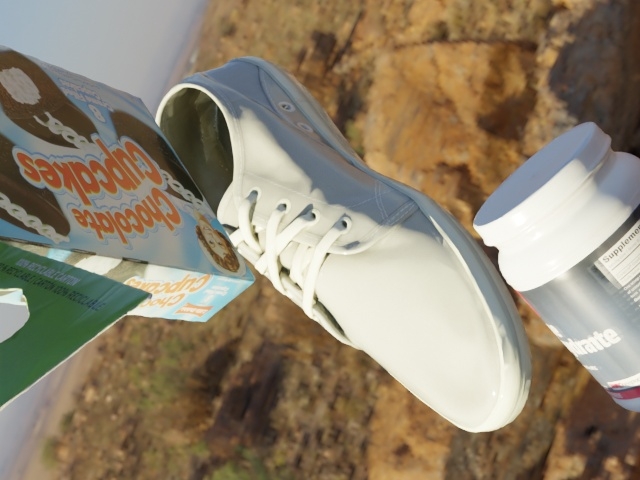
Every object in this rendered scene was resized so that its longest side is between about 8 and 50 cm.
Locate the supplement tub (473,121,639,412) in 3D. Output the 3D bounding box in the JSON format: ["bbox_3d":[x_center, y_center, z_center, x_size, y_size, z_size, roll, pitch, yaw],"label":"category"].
[{"bbox_3d":[0.314,0.029,1.309,0.191,0.272,0.191,-42,7,6],"label":"supplement tub"}]

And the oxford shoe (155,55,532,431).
[{"bbox_3d":[0.000,0.000,1.021,0.449,0.130,0.169,47,135,34],"label":"oxford shoe"}]

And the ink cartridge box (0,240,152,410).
[{"bbox_3d":[-0.210,0.045,0.396,0.255,0.097,0.189,-37,22,-22],"label":"ink cartridge box"}]

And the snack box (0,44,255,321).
[{"bbox_3d":[-0.183,-0.043,0.804,0.060,0.187,0.322,-40,-21,16],"label":"snack box"}]
